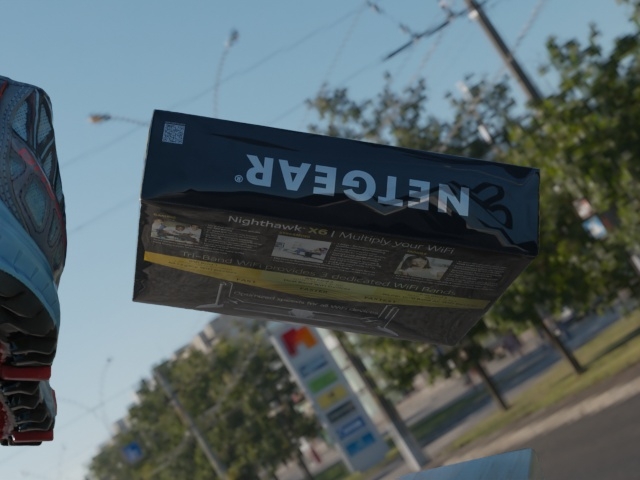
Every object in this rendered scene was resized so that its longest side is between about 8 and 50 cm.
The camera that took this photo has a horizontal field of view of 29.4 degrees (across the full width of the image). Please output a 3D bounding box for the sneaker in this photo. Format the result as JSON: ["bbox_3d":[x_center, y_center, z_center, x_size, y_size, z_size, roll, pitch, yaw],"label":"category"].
[{"bbox_3d":[-0.154,0.016,0.550,0.104,0.125,0.262,14,-27,-17],"label":"sneaker"}]

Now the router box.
[{"bbox_3d":[0.000,0.000,1.027,0.309,0.081,0.243,9,-22,-8],"label":"router box"}]

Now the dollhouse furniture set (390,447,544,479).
[{"bbox_3d":[-0.077,0.209,0.269,0.303,0.198,0.286,-17,5,15],"label":"dollhouse furniture set"}]
